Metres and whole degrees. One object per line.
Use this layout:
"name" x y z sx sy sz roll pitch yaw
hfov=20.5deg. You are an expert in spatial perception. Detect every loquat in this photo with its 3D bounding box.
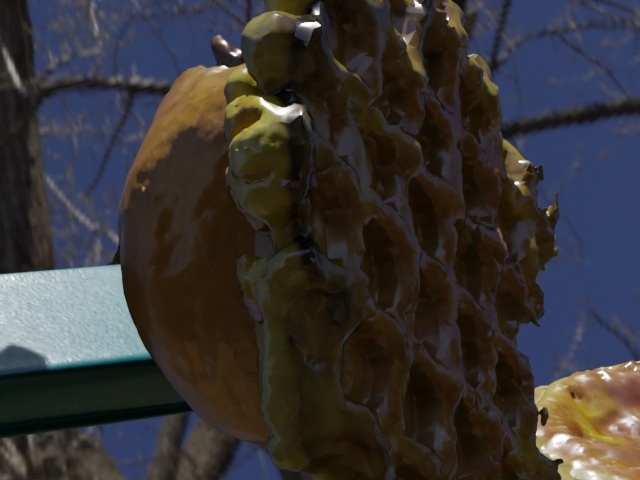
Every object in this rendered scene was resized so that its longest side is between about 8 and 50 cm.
"loquat" 0.000 0.000 0.968 0.238 0.193 0.238 -2 -77 -10

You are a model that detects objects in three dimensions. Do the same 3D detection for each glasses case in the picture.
"glasses case" -0.190 0.074 1.055 0.301 0.117 0.070 -3 -61 -30

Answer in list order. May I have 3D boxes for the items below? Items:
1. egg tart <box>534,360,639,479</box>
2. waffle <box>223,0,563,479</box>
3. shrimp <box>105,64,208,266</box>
"egg tart" 0.349 0.225 1.479 0.443 0.443 0.178 -5 -75 -12
"waffle" 0.043 0.020 0.777 0.058 0.301 0.281 -12 -9 28
"shrimp" -0.104 -0.040 1.217 0.049 0.161 0.166 20 -92 0
